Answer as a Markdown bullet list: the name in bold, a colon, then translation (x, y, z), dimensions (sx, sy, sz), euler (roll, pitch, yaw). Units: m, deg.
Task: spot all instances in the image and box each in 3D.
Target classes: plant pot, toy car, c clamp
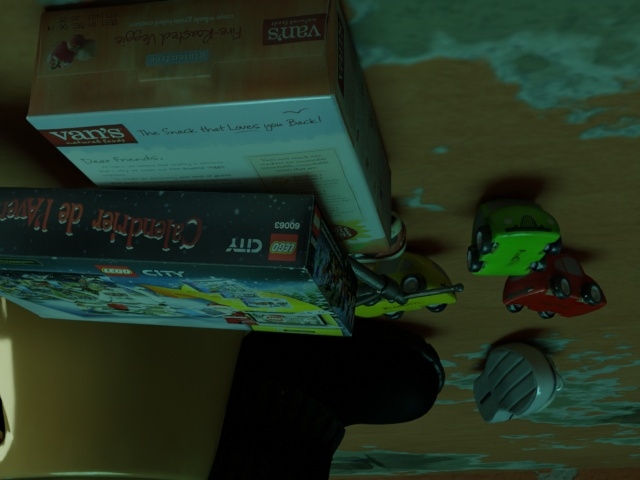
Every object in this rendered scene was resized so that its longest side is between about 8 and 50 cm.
- **plant pot**: translation (-0.196, 0.112, 0.811), dimensions (0.291, 0.203, 0.291), euler (-1, 161, 0)
- **toy car**: translation (0.145, 0.014, 0.775), dimensions (0.239, 0.053, 0.225), euler (0, 160, -4)
- **c clamp**: translation (0.008, 0.022, 0.713), dimensions (0.137, 0.022, 0.161), euler (-21, 145, 38)

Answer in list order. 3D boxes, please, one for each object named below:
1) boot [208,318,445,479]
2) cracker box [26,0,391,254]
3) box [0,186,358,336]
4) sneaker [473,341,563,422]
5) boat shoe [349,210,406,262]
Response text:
- **boot**: translation (0.004, 0.217, 0.984), dimensions (0.348, 0.260, 0.131), euler (10, 133, -25)
- **cracker box**: translation (-0.047, -0.054, 0.553), dimensions (0.156, 0.067, 0.232), euler (-2, 161, 10)
- **box**: translation (-0.103, 0.016, 0.588), dimensions (0.233, 0.044, 0.159), euler (2, 161, 12)
- **sneaker**: translation (0.268, 0.178, 1.210), dimensions (0.091, 0.094, 0.258), euler (-17, 166, -9)
- **boat shoe**: translation (0.000, 0.000, 0.737), dimensions (0.137, 0.049, 0.043), euler (-7, 156, 9)
